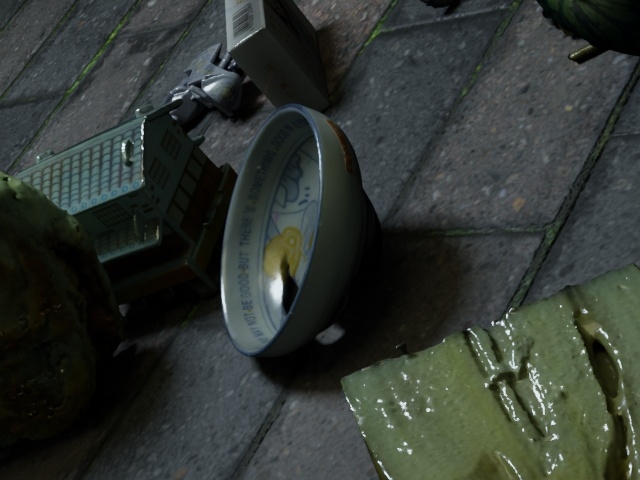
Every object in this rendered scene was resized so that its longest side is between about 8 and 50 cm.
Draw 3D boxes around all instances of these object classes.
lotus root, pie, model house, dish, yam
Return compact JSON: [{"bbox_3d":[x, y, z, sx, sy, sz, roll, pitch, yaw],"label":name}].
[{"bbox_3d":[0.186,0.176,1.151,0.267,0.149,0.260,-22,35,-2],"label":"lotus root"},{"bbox_3d":[-0.450,0.064,1.759,0.395,0.418,0.180,-21,30,29],"label":"pie"},{"bbox_3d":[-0.228,-0.041,1.841,0.224,0.215,0.198,-19,38,34],"label":"model house"},{"bbox_3d":[0.000,0.000,1.613,0.273,0.134,0.273,-168,90,-68],"label":"dish"},{"bbox_3d":[0.321,-0.222,1.640,0.107,0.014,0.014,-26,33,26],"label":"yam"}]

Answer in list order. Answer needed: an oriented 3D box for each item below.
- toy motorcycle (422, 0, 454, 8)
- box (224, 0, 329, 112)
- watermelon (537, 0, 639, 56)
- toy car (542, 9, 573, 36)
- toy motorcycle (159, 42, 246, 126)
[{"bbox_3d":[0.174,-0.414,1.947,0.229,0.130,0.094,-54,12,-21],"label":"toy motorcycle"},{"bbox_3d":[-0.062,-0.271,2.014,0.067,0.149,0.233,-30,31,14],"label":"box"},{"bbox_3d":[0.342,-0.350,1.471,0.363,0.363,0.363,-29,32,20],"label":"watermelon"},{"bbox_3d":[0.293,-0.352,1.759,0.124,0.101,0.256,-25,35,19],"label":"toy car"},{"bbox_3d":[-0.162,-0.209,2.131,0.215,0.080,0.122,-30,31,41],"label":"toy motorcycle"}]
